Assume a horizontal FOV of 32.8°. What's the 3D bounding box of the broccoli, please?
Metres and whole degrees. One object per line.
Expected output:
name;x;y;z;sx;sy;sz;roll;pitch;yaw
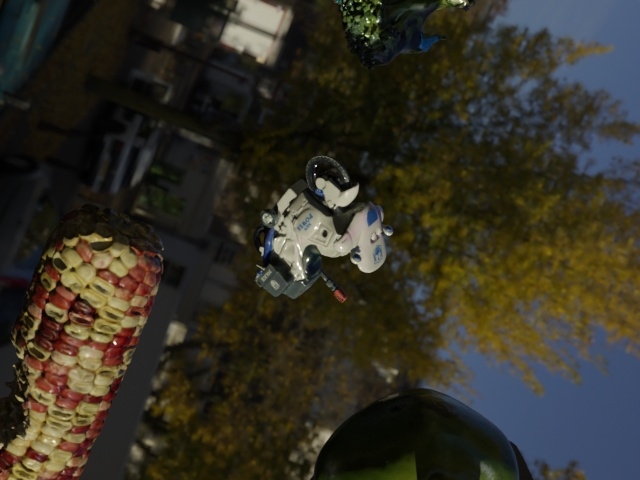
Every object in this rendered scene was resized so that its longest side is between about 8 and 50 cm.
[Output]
broccoli;0.094;-0.257;1.131;0.167;0.160;0.154;-26;122;-53

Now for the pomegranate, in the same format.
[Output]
pomegranate;0.092;0.222;0.921;0.225;0.187;0.187;-175;-73;-79

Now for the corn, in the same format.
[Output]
corn;-0.207;0.111;0.852;0.098;0.098;0.290;-92;-154;-77

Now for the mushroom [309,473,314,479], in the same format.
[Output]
mushroom;0.133;0.364;1.466;0.345;0.345;0.259;-78;172;-59

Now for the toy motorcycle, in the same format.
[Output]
toy motorcycle;0.000;0.000;1.350;0.102;0.150;0.221;-41;175;-45

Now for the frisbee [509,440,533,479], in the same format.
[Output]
frisbee;0.247;0.335;1.205;0.012;0.211;0.187;-34;-165;39
